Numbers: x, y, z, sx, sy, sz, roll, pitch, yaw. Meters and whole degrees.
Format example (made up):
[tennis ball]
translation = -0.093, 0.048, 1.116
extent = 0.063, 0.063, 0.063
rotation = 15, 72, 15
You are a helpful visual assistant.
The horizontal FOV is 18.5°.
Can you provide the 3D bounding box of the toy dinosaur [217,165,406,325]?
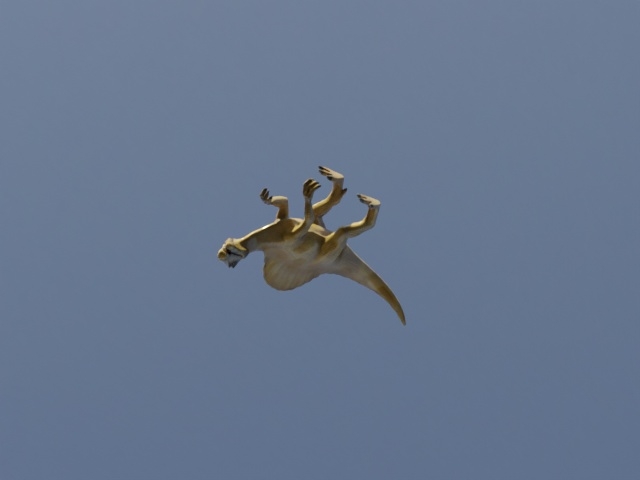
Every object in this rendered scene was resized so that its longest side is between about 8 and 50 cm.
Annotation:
[toy dinosaur]
translation = 0.000, 0.000, 1.411
extent = 0.053, 0.183, 0.092
rotation = 46, -67, 48
